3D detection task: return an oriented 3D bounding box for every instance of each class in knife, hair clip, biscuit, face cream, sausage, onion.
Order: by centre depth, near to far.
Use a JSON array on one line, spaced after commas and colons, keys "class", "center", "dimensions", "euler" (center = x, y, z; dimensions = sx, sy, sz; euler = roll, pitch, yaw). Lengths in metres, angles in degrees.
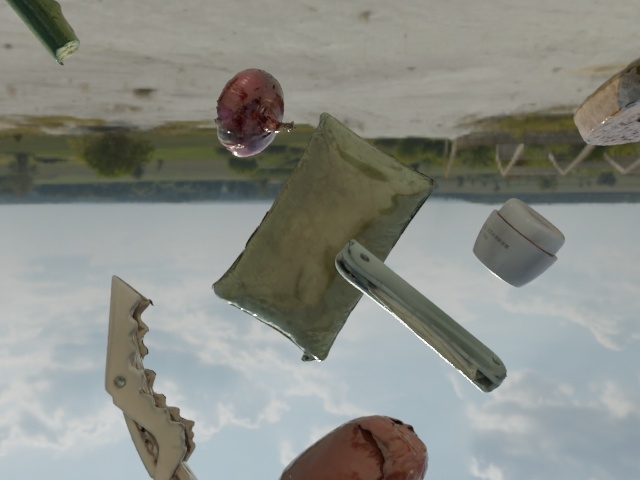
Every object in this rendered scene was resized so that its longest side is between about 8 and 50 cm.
[{"class": "hair clip", "center": [-0.097, 0.130, 0.416], "dimensions": [0.072, 0.226, 0.034], "euler": [-28, 170, -6]}, {"class": "knife", "center": [0.077, 0.060, 0.529], "dimensions": [0.162, 0.023, 0.044], "euler": [39, -149, 0]}, {"class": "biscuit", "center": [0.534, -0.222, 0.918], "dimensions": [0.350, 0.070, 0.394], "euler": [-9, 172, -10]}, {"class": "face cream", "center": [0.293, 0.004, 1.013], "dimensions": [0.117, 0.104, 0.117], "euler": [33, -162, -12]}, {"class": "sausage", "center": [0.040, 0.367, 1.040], "dimensions": [0.279, 0.152, 0.152], "euler": [-41, 165, 25]}, {"class": "onion", "center": [-0.093, -0.203, 1.128], "dimensions": [0.140, 0.150, 0.150], "euler": [20, -168, 23]}]

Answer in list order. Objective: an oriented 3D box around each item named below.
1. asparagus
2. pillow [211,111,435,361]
[{"class": "asparagus", "center": [-0.473, -0.396, 1.061], "dimensions": [0.067, 0.278, 0.060], "euler": [-24, -142, 16]}, {"class": "pillow", "center": [0.000, 0.000, 0.923], "dimensions": [0.185, 0.302, 0.075], "euler": [32, -178, 2]}]
